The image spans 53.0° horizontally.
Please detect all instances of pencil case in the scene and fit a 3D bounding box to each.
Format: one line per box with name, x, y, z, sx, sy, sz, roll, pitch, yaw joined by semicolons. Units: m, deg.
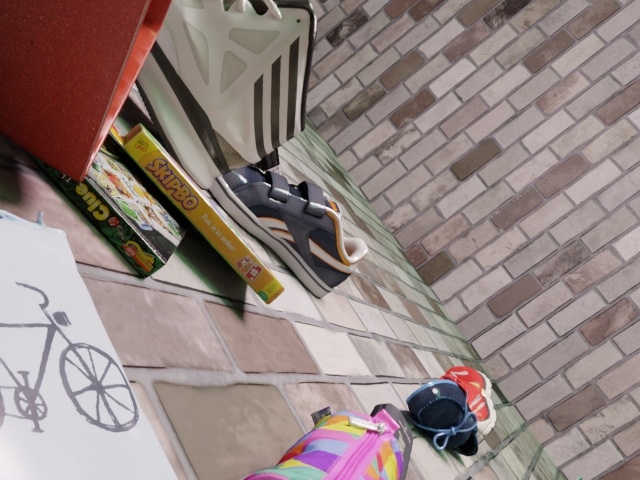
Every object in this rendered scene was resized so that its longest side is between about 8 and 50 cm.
pencil case;0.004;0.197;0.503;0.104;0.104;0.236;54;11;10

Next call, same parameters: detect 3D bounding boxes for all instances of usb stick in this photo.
usb stick;0.072;0.255;0.751;0.077;0.045;0.278;54;10;7

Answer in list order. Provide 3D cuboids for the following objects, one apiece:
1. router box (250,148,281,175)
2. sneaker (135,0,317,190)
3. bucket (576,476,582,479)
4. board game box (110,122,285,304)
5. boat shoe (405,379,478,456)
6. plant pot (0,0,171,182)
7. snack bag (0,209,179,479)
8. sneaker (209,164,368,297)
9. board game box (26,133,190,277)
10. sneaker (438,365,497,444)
router box;-0.126;-0.199;1.223;0.133;0.046;0.179;58;-15;29
sneaker;-0.154;-0.318;0.856;0.169;0.257;0.448;-113;178;-78
bucket;0.361;0.487;0.863;0.281;0.183;0.281;50;10;-12
board game box;-0.144;-0.040;0.742;0.259;0.039;0.124;48;-4;-22
boat shoe;0.233;0.312;1.113;0.258;0.109;0.089;37;22;-49
plant pot;-0.222;-0.257;0.489;0.235;0.267;0.267;24;42;-17
snack bag;-0.168;0.094;0.262;0.343;0.037;0.323;57;10;21
sneaker;-0.050;-0.050;1.031;0.321;0.127;0.126;45;14;-31
board game box;-0.232;-0.087;0.619;0.260;0.030;0.136;50;13;-14
sneaker;0.305;0.327;1.398;0.118;0.107;0.279;42;9;-6
